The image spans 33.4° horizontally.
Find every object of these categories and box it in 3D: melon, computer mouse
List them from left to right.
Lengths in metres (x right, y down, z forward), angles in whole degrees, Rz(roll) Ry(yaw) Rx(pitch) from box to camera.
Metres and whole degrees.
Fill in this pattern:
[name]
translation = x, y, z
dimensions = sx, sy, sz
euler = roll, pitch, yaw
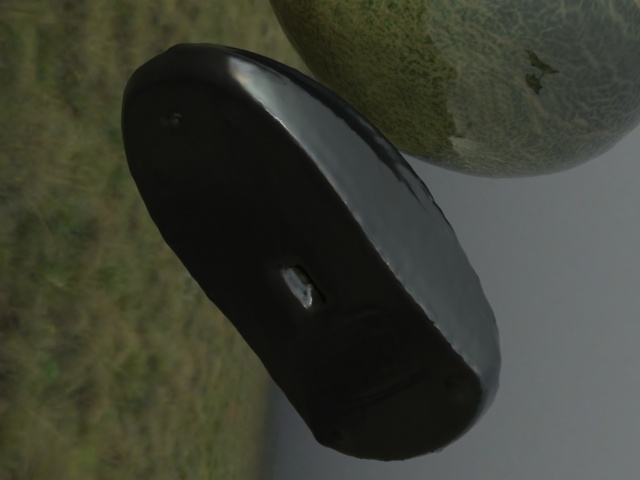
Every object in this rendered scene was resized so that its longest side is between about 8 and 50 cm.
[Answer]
[computer mouse]
translation = 0.000, 0.000, 0.604
dimensions = 0.137, 0.269, 0.086
euler = -30, -170, 39
[melon]
translation = 0.104, -0.176, 0.734
dimensions = 0.249, 0.329, 0.248
euler = -32, -137, 37
